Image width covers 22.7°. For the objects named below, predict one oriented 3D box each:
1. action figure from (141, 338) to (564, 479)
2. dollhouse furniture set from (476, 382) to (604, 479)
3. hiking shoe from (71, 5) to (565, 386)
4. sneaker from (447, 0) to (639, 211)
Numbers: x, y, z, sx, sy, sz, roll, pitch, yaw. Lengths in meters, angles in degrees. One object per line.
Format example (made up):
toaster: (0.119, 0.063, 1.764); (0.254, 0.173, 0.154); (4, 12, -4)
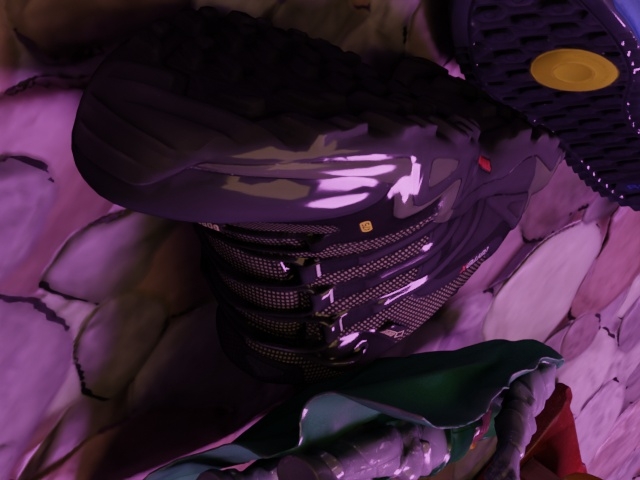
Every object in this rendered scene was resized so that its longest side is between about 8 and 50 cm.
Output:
action figure: (0.035, 0.073, 0.617); (0.232, 0.137, 0.063); (-13, 89, -59)
dollhouse furniture set: (0.181, 0.267, 0.936); (0.152, 0.201, 0.374); (-45, 150, -15)
hiking shoe: (0.000, 0.000, 0.493); (0.227, 0.086, 0.114); (3, 116, -58)
sneaker: (0.107, -0.081, 0.604); (0.209, 0.069, 0.082); (33, 60, -53)
